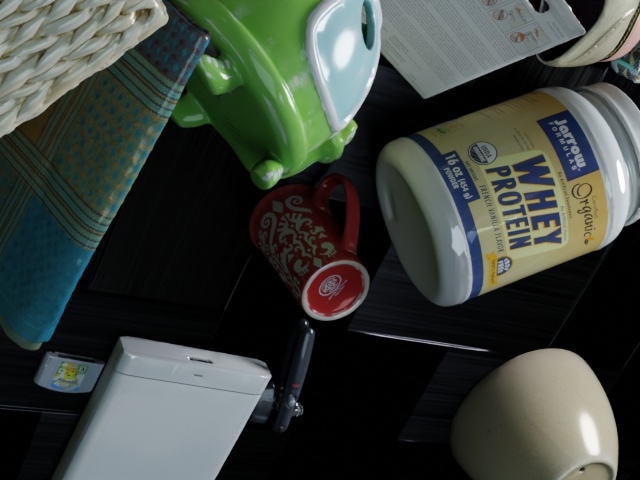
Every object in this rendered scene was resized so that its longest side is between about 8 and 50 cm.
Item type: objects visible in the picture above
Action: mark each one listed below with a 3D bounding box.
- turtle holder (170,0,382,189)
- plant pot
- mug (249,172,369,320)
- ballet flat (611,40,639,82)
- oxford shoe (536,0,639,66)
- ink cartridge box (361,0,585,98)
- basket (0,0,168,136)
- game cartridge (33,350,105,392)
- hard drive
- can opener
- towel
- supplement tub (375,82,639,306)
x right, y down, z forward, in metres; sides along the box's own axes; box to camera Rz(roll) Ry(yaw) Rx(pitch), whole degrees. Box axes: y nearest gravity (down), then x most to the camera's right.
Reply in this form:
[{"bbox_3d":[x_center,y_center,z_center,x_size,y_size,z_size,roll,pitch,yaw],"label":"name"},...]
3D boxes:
[{"bbox_3d":[-0.039,-0.189,1.111,0.227,0.243,0.320,-41,117,-15],"label":"turtle holder"},{"bbox_3d":[0.387,0.350,1.721,0.284,0.191,0.284,-13,126,-18],"label":"plant pot"},{"bbox_3d":[-0.009,0.002,1.302,0.113,0.169,0.150,-3,124,-23],"label":"mug"},{"bbox_3d":[0.496,-0.245,1.441,0.188,0.070,0.070,-7,125,-22],"label":"ballet flat"},{"bbox_3d":[0.352,-0.381,1.203,0.147,0.140,0.397,-25,134,-40],"label":"oxford shoe"},{"bbox_3d":[0.168,-0.271,1.203,0.225,0.056,0.181,-21,137,31],"label":"ink cartridge box"},{"bbox_3d":[-0.351,-0.258,0.864,0.331,0.328,0.266,-36,134,1],"label":"basket"},{"bbox_3d":[-0.336,0.177,1.369,0.083,0.017,0.056,14,119,-32],"label":"game cartridge"},{"bbox_3d":[-0.248,0.306,1.480,0.233,0.047,0.353,14,115,-33],"label":"hard drive"},{"bbox_3d":[-0.045,0.201,1.495,0.073,0.059,0.186,5,120,-34],"label":"can opener"},{"bbox_3d":[-0.268,-0.109,1.044,0.040,0.271,0.370,12,117,-51],"label":"towel"},{"bbox_3d":[0.255,-0.068,1.342,0.316,0.228,0.228,-21,129,-12],"label":"supplement tub"}]
